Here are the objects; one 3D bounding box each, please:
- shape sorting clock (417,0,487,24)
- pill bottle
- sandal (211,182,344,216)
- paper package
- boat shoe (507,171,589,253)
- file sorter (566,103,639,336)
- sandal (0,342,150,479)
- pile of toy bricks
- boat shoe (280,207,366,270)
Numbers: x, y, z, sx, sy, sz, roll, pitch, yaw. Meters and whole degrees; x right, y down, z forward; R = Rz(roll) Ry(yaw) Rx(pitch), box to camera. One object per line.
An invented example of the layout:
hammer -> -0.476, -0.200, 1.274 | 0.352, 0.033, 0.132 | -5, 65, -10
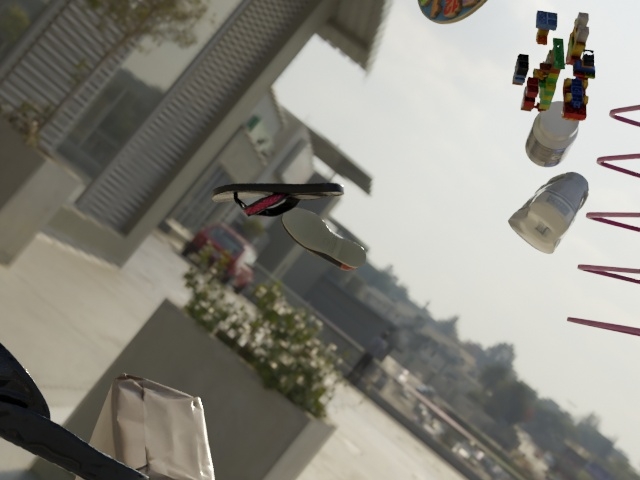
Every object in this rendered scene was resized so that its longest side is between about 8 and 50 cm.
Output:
shape sorting clock -> 0.217, -0.427, 1.584 | 0.040, 0.206, 0.206 | 15, 12, -36
pill bottle -> 0.398, -0.182, 1.783 | 0.078, 0.078, 0.137 | 38, -11, 12
sandal -> -0.057, -0.049, 1.288 | 0.179, 0.040, 0.067 | 0, -2, 23
paper package -> -0.309, 0.443, 1.709 | 0.168, 0.324, 0.309 | 18, 17, -18
boat shoe -> 0.261, -0.036, 1.182 | 0.066, 0.063, 0.184 | 40, -9, 13
file sorter -> 0.439, -0.014, 1.271 | 0.182, 0.290, 0.202 | 13, -3, -21
sandal -> -0.404, 0.187, 1.319 | 0.446, 0.107, 0.168 | 34, -16, -20
pile of toy bricks -> 0.338, -0.238, 1.535 | 0.118, 0.212, 0.105 | 9, -38, 2
boat shoe -> 0.000, 0.000, 1.459 | 0.137, 0.049, 0.043 | 30, -16, -16
